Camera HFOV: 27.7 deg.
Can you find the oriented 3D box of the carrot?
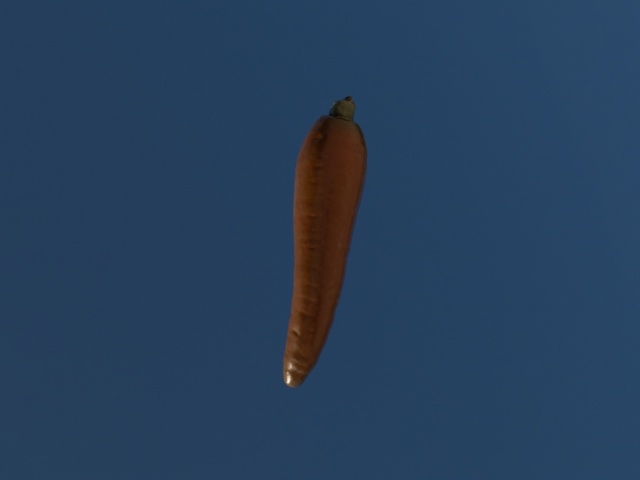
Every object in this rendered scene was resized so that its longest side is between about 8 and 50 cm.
[{"bbox_3d":[0.000,0.000,0.618,0.035,0.035,0.142,12,-96,-32],"label":"carrot"}]
